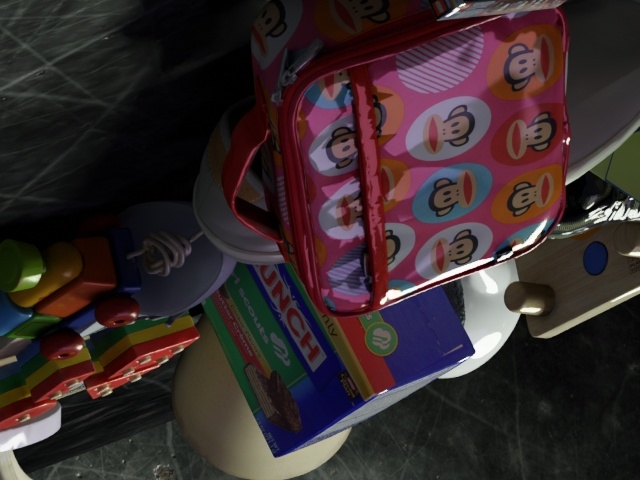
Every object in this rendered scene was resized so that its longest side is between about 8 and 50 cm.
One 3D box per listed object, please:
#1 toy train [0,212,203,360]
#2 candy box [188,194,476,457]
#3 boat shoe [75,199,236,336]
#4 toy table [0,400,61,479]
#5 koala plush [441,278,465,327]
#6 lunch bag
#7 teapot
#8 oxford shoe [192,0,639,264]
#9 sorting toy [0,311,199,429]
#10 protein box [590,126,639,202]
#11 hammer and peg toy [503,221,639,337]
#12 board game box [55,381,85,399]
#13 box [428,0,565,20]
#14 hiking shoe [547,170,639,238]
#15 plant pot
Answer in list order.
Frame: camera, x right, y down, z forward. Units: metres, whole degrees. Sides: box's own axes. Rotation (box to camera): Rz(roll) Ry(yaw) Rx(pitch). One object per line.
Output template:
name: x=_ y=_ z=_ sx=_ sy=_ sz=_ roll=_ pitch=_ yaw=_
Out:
toy train: x=-0.229 y=0.022 z=1.687 sx=0.143 sy=0.105 sz=0.248 roll=6 pitch=153 yaw=-45
candy box: x=-0.011 y=0.045 z=1.780 sx=0.122 sy=0.268 sz=0.317 roll=-23 pitch=172 yaw=-23
boat shoe: x=-0.166 y=0.033 z=1.816 sx=0.105 sy=0.113 sz=0.306 roll=-15 pitch=169 yaw=-45
toy table: x=-0.439 y=0.294 z=2.328 sx=0.274 sy=0.161 sz=0.252 roll=-8 pitch=-167 yaw=-43
koala plush: x=0.036 y=0.029 z=2.240 sx=0.221 sy=0.203 sz=0.196 roll=10 pitch=164 yaw=-36
lunch bag: x=0.050 y=-0.079 z=1.383 sx=0.258 sy=0.120 sz=0.293 roll=-19 pitch=141 yaw=-9
teapot: x=0.130 y=0.049 z=2.444 sx=0.187 sy=0.252 sz=0.256 roll=26 pitch=111 yaw=-34
oxford shoe: x=0.104 y=-0.107 z=1.581 sx=0.449 sy=0.169 sz=0.130 roll=-20 pitch=152 yaw=-12
sorting toy: x=-0.289 y=0.139 z=2.218 sx=0.257 sy=0.089 sz=0.255 roll=-17 pitch=170 yaw=-36
protein box: x=0.374 y=-0.148 z=1.762 sx=0.201 sy=0.136 sz=0.200 roll=-16 pitch=131 yaw=-39
hammer and peg toy: x=0.338 y=-0.059 z=2.092 sx=0.127 sy=0.266 sz=0.361 roll=8 pitch=154 yaw=-37
board game box: x=-0.288 y=0.156 z=2.461 sx=0.170 sy=0.048 sz=0.141 roll=-19 pitch=172 yaw=-27
box: x=0.106 y=-0.194 z=1.221 sx=0.027 sy=0.094 sz=0.137 roll=-31 pitch=168 yaw=40
hiking shoe: x=0.310 y=-0.055 z=1.922 sx=0.227 sy=0.086 sz=0.114 roll=-22 pitch=172 yaw=18
plant pot: x=-0.061 y=0.145 z=2.449 sx=0.256 sy=0.256 sz=0.274 roll=-20 pitch=155 yaw=-18
